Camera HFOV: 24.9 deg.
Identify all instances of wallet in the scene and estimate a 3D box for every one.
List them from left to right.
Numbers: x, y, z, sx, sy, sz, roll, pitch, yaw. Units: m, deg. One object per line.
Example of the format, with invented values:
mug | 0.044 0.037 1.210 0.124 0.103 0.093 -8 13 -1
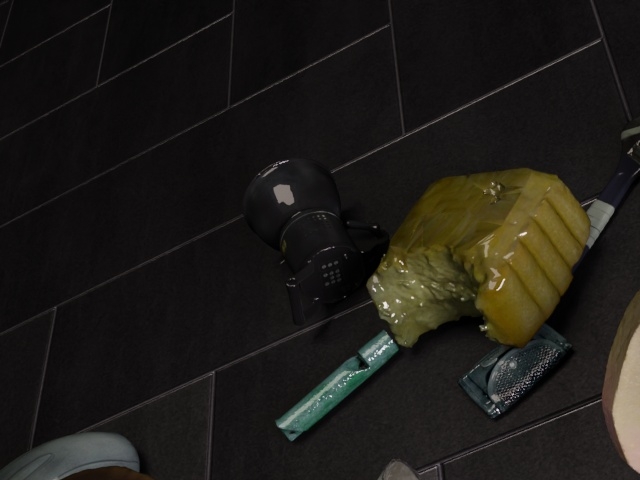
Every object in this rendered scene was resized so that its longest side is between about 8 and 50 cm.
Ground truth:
wallet | 0.231 0.149 1.731 0.129 0.026 0.088 -40 34 -4

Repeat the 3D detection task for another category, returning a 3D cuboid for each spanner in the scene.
spanner | 0.363 -0.042 1.841 0.087 0.024 0.316 14 60 46

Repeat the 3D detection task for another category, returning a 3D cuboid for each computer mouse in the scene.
computer mouse | -0.410 0.391 1.968 0.371 0.122 0.188 -47 34 -7

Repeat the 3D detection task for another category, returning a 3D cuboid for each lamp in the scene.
lamp | 0.000 0.000 2.047 0.172 0.147 0.227 -18 40 -12

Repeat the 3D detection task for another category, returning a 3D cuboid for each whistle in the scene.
whistle | 0.022 0.187 1.871 0.186 0.039 0.039 -40 34 -3

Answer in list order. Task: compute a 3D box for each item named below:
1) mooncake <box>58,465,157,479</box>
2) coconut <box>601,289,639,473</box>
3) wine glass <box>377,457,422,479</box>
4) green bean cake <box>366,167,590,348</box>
mooncake | -0.235 0.468 1.591 0.393 0.246 0.394 -1 53 54
coconut | 0.401 0.139 1.410 0.259 0.259 0.259 -25 36 19
wine glass | 0.027 0.326 1.636 0.183 0.122 0.122 -22 37 25
green bean cake | 0.193 0.022 1.806 0.236 0.124 0.233 -5 44 49
